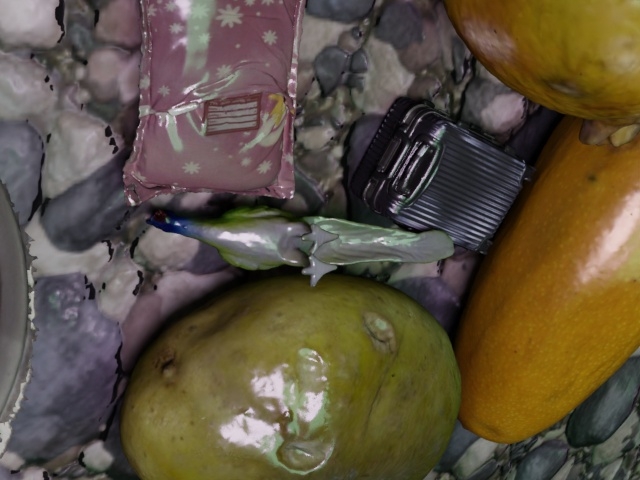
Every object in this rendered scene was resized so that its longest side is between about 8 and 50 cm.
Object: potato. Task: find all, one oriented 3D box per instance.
[{"bbox_3d":[-0.011,0.109,0.708,0.197,0.148,0.228,-33,145,14],"label":"potato"}]

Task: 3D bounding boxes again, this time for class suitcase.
[{"bbox_3d":[0.086,-0.044,0.755,0.126,0.059,0.086,19,104,-42],"label":"suitcase"}]

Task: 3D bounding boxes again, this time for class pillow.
[{"bbox_3d":[-0.058,-0.104,0.608,0.118,0.043,0.185,-9,119,-32],"label":"pillow"}]

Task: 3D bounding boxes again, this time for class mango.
[{"bbox_3d":[0.205,0.010,0.815,0.359,0.144,0.187,-61,168,15],"label":"mango"}]

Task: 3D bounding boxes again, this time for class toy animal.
[{"bbox_3d":[0.005,0.003,0.665,0.217,0.075,0.041,4,98,-23],"label":"toy animal"}]

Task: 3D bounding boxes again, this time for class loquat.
[{"bbox_3d":[0.176,-0.160,0.638,0.213,0.213,0.246,-27,126,-25],"label":"loquat"}]

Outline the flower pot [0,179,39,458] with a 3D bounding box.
[{"bbox_3d":[-0.242,0.038,0.441,0.236,0.140,0.235,8,70,-23],"label":"flower pot"}]
